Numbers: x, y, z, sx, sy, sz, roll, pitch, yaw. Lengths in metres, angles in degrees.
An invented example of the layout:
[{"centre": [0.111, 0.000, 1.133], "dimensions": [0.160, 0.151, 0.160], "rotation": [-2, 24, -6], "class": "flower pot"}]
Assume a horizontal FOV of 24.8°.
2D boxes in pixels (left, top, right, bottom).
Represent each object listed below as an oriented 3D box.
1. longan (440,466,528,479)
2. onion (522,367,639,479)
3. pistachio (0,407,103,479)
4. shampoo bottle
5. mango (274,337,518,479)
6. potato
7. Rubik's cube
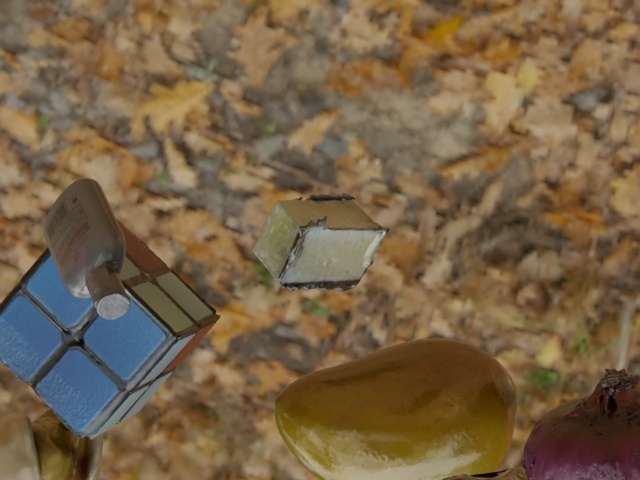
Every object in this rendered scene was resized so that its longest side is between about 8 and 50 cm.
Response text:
[{"centre": [0.163, 0.359, 1.048], "dimensions": [0.391, 0.391, 0.391], "rotation": [14, 151, 8], "class": "longan"}, {"centre": [0.188, 0.133, 0.940], "dimensions": [0.115, 0.115, 0.104], "rotation": [7, 105, 21], "class": "onion"}, {"centre": [-0.371, 0.323, 1.817], "dimensions": [0.187, 0.187, 0.299], "rotation": [26, 132, -13], "class": "pistachio"}, {"centre": [-0.213, 0.012, 1.354], "dimensions": [0.040, 0.165, 0.080], "rotation": [26, 110, -39], "class": "shampoo bottle"}, {"centre": [0.101, 0.226, 1.840], "dimensions": [0.317, 0.211, 0.173], "rotation": [-5, 140, -17], "class": "mango"}, {"centre": [-0.002, 0.000, 1.407], "dimensions": [0.122, 0.086, 0.061], "rotation": [0, -146, -45], "class": "potato"}, {"centre": [-0.249, 0.096, 1.656], "dimensions": [0.183, 0.167, 0.180], "rotation": [44, -168, 7], "class": "Rubik's cube"}]
